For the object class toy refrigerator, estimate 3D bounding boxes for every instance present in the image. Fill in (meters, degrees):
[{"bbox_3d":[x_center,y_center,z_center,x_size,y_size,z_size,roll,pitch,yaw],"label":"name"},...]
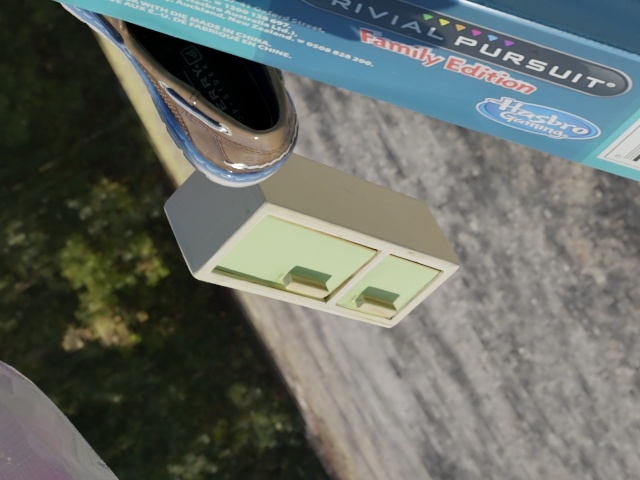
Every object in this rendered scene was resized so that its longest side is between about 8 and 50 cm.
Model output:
[{"bbox_3d":[0.000,0.000,1.182,0.269,0.102,0.094,18,-143,-47],"label":"toy refrigerator"}]

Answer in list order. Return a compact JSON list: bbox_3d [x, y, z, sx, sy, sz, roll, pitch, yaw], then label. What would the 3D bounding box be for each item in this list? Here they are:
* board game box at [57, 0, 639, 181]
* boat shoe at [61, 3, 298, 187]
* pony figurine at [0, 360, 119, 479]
[{"bbox_3d":[0.076,-0.202,0.428,0.254,0.336,0.079,17,161,-6],"label":"board game box"},{"bbox_3d":[-0.066,-0.107,0.519,0.183,0.066,0.066,50,164,-1],"label":"boat shoe"},{"bbox_3d":[-0.160,0.060,0.227,0.351,0.303,0.363,59,149,0],"label":"pony figurine"}]
